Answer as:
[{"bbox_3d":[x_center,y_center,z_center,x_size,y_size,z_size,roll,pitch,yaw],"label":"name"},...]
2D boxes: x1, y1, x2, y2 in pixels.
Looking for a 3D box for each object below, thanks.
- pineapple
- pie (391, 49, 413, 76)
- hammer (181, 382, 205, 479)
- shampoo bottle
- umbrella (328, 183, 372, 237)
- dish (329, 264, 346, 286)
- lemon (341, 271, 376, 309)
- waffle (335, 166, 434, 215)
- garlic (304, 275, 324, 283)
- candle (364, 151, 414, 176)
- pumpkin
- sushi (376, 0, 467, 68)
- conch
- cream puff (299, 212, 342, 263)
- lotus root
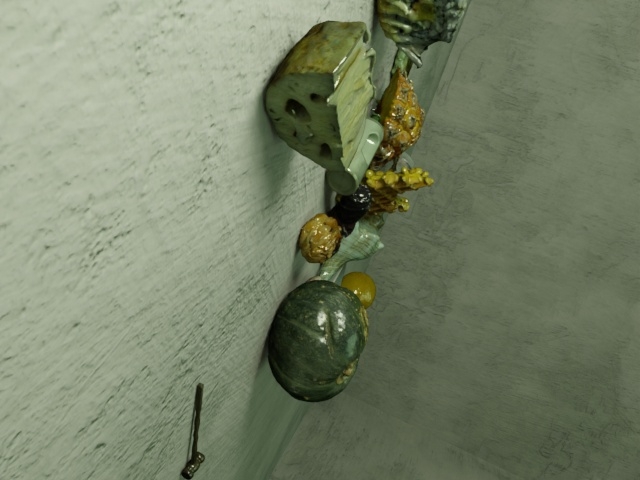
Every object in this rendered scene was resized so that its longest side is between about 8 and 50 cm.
[{"bbox_3d":[0.212,-0.290,1.460,0.334,0.158,0.161,-59,-157,21],"label":"pineapple"},{"bbox_3d":[0.264,-0.565,1.572,0.187,0.041,0.187,-61,167,-24],"label":"pie"},{"bbox_3d":[-0.253,0.388,1.066,0.058,0.029,0.292,-55,163,-54],"label":"hammer"},{"bbox_3d":[0.099,-0.235,1.322,0.118,0.087,0.234,105,12,-64],"label":"shampoo bottle"},{"bbox_3d":[0.071,-0.072,1.474,0.090,0.094,0.326,-48,177,-23],"label":"umbrella"},{"bbox_3d":[0.022,0.182,1.886,0.234,0.064,0.154,101,16,-44],"label":"dish"},{"bbox_3d":[0.155,0.237,2.352,0.244,0.187,0.187,-50,161,-43],"label":"lemon"},{"bbox_3d":[0.175,-0.144,1.535,0.293,0.259,0.069,123,-37,-68],"label":"waffle"},{"bbox_3d":[-0.026,0.174,1.585,0.128,0.090,0.198,-33,151,-50],"label":"garlic"},{"bbox_3d":[0.205,-0.255,1.684,0.168,0.192,0.068,-21,-160,33],"label":"candle"},{"bbox_3d":[-0.001,0.265,1.423,0.291,0.257,0.328,-10,130,-63],"label":"pumpkin"},{"bbox_3d":[0.216,-0.503,1.070,0.139,0.184,0.274,-63,170,-16],"label":"sushi"},{"bbox_3d":[0.124,-0.002,1.757,0.386,0.169,0.203,-64,144,-28],"label":"conch"},{"bbox_3d":[0.000,0.000,1.304,0.119,0.104,0.133,-53,165,-76],"label":"cream puff"},{"bbox_3d":[0.003,-0.213,0.769,0.235,0.138,0.119,88,22,-66],"label":"lotus root"}]
